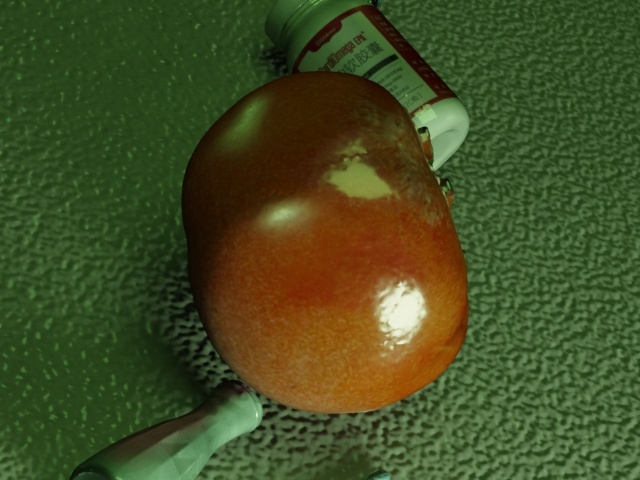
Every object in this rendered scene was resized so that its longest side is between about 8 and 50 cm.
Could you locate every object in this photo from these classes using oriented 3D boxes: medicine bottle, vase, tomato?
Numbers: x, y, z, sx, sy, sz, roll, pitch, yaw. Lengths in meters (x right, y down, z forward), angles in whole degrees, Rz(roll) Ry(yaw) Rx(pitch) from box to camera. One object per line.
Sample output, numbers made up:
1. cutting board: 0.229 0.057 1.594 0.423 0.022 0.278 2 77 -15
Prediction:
1. medicine bottle: 0.051 -0.186 2.253 0.131 0.131 0.250 -25 66 -39
2. vase: -0.139 0.202 1.861 0.086 0.086 0.214 43 42 13
3. tomato: 0.000 0.000 1.953 0.273 0.341 0.341 -18 57 -1

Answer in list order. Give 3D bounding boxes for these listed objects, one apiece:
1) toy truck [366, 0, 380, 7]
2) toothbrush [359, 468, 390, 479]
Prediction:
1. toy truck: 0.054 -0.302 2.395 0.056 0.073 0.090 41 47 11
2. toothbrush: -0.014 0.269 1.905 0.219 0.016 0.019 -22 65 -38
